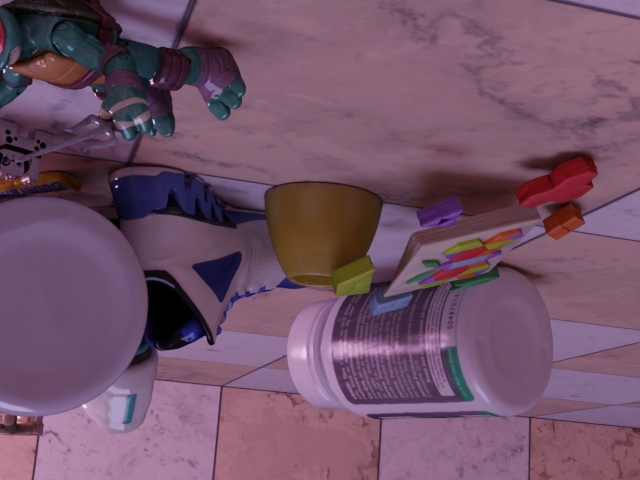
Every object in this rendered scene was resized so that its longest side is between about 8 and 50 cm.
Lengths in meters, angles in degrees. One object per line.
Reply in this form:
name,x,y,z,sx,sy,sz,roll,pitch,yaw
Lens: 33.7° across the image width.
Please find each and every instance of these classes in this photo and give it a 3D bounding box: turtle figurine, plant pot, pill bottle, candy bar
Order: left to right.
pill bottle,-0.340,0.054,1.128,0.210,0.210,0.363,13,176,-30
candy bar,-0.339,-0.062,1.194,0.162,0.018,0.040,-3,164,27
turtle figurine,-0.174,-0.116,0.746,0.175,0.118,0.234,11,-172,38
plant pot,0.000,0.000,1.184,0.134,0.095,0.134,4,165,1
pill bottle,0.134,0.156,1.534,0.361,0.204,0.204,-10,160,44

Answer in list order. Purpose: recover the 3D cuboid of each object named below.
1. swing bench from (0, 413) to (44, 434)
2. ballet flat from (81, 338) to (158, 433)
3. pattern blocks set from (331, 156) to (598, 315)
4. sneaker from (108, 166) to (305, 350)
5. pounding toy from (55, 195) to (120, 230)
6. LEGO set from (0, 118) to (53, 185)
swing bench,-0.512,0.176,1.690,0.165,0.253,0.254,3,166,5
ballet flat,-0.320,0.128,1.366,0.139,0.139,0.400,15,-169,-35
pattern blocks set,0.151,0.012,1.133,0.286,0.026,0.325,-17,163,-1
sneaker,-0.134,0.045,1.225,0.128,0.182,0.316,-4,163,34
pounding toy,-0.272,0.014,1.314,0.206,0.094,0.181,-3,164,25
LEGO set,-0.377,-0.078,0.988,0.227,0.093,0.087,16,162,-38
